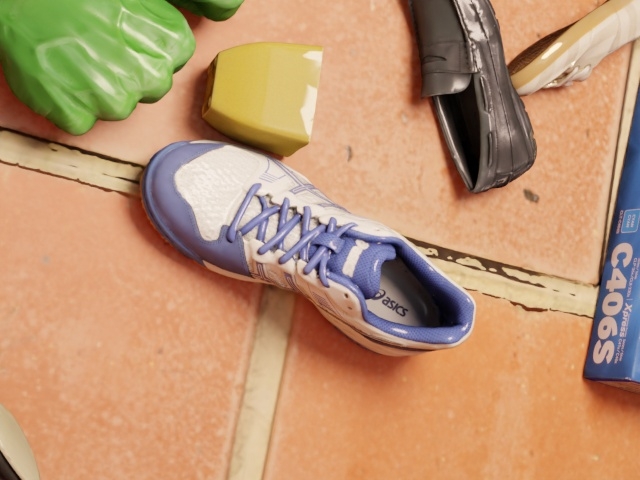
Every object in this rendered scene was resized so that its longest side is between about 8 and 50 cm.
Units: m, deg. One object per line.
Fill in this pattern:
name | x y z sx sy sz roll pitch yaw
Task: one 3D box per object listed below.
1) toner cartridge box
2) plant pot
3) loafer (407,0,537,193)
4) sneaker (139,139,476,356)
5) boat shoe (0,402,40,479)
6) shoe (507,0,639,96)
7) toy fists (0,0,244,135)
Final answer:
toner cartridge box | 0.371 -0.016 1.249 0.165 0.075 0.347 17 80 -25
plant pot | -0.052 -0.120 1.055 0.083 0.081 0.081 10 83 -12
loafer | 0.122 -0.149 1.137 0.078 0.076 0.223 -30 103 -32
sneaker | 0.000 0.000 1.042 0.296 0.131 0.111 27 78 -20
boat shoe | -0.257 0.138 0.961 0.042 0.049 0.133 -31 109 5
shoe | 0.257 -0.185 1.203 0.219 0.076 0.058 -35 97 -25
toy fists | -0.134 -0.201 1.009 0.142 0.096 0.279 40 70 -2
